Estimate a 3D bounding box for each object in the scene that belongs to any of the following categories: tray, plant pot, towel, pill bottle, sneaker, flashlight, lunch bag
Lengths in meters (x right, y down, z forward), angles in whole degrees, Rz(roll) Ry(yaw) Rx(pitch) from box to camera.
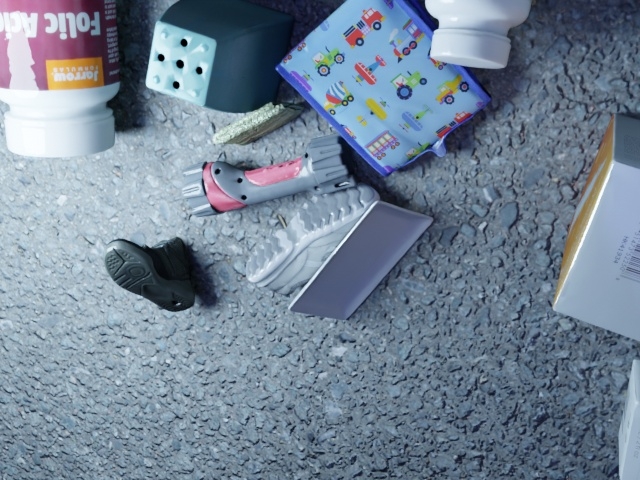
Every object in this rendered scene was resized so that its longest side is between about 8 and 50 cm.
[{"bbox_3d":[0.065,0.034,1.434,0.270,0.145,0.030,-51,47,26],"label":"tray"},{"bbox_3d":[-0.175,-0.301,1.333,0.166,0.234,0.165,21,113,13],"label":"plant pot"},{"bbox_3d":[-0.106,-0.200,1.410,0.148,0.110,0.027,-24,86,24],"label":"towel"},{"bbox_3d":[-0.465,-0.355,1.423,0.224,0.224,0.392,7,110,17],"label":"pill bottle"},{"bbox_3d":[0.000,0.000,1.466,0.281,0.105,0.115,-35,127,22],"label":"sneaker"},{"bbox_3d":[-0.092,-0.119,1.444,0.304,0.103,0.103,-15,144,20],"label":"flashlight"},{"bbox_3d":[-0.322,0.035,1.530,0.087,0.227,0.130,-27,52,20],"label":"sneaker"},{"bbox_3d":[0.233,-0.391,1.174,0.152,0.152,0.272,11,98,16],"label":"pill bottle"},{"bbox_3d":[0.114,-0.250,1.317,0.221,0.138,0.293,-37,102,23],"label":"lunch bag"}]

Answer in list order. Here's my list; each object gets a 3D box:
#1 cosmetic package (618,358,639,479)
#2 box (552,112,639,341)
[{"bbox_3d":[0.583,0.303,1.308,0.184,0.151,0.151,8,111,17],"label":"cosmetic package"},{"bbox_3d":[0.449,-0.028,1.138,0.168,0.345,0.215,20,113,13],"label":"box"}]
